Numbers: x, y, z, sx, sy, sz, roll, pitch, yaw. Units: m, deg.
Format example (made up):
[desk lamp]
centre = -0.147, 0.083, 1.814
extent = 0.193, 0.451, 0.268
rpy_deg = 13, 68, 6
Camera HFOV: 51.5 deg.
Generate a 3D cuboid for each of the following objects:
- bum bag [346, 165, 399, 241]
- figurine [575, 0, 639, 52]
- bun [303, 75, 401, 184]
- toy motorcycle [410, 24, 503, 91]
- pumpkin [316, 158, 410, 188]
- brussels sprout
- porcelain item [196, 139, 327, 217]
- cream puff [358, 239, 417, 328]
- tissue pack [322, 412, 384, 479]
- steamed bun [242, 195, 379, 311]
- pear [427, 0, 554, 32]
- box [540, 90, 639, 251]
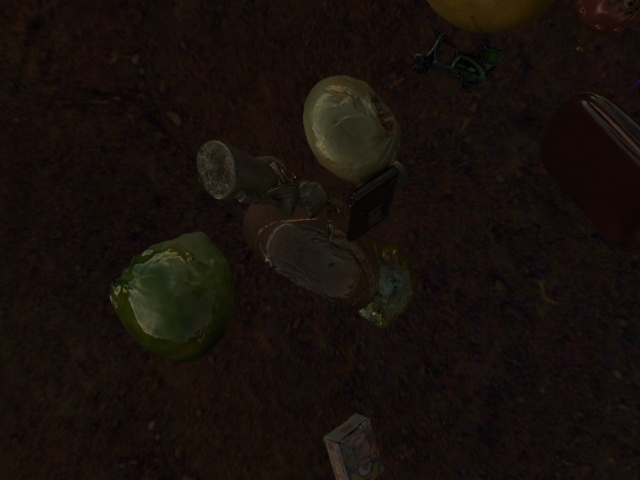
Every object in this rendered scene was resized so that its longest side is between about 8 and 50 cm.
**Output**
[bum bag]
centre = 0.093, -0.066, 1.243
extent = 0.109, 0.159, 0.026
rpy_deg = -34, 66, -22
[figurine]
centre = 0.655, -0.550, 1.421
extent = 0.166, 0.387, 0.207
rpy_deg = 32, 48, 10
[bun]
centre = 0.075, -0.207, 1.202
extent = 0.127, 0.222, 0.222
rpy_deg = -14, 93, 44
[toy motorcycle]
centre = 0.270, -0.363, 1.341
extent = 0.173, 0.058, 0.100
rpy_deg = 18, 88, 3
[pumpkin]
centre = 0.087, -0.213, 1.674
extent = 0.139, 0.190, 0.280
rpy_deg = -25, 78, -16
[brussels sprout]
centre = -0.158, 0.076, 0.782
extent = 0.122, 0.151, 0.149
rpy_deg = 47, 106, 21
[porcelain item]
centre = -0.058, -0.067, 0.822
extent = 0.054, 0.213, 0.084
rpy_deg = -38, 64, 24
[cream puff]
centre = 0.146, 0.102, 1.720
extent = 0.194, 0.195, 0.221
rpy_deg = -21, 103, 0
[tissue pack]
centre = 0.075, 0.482, 1.500
extent = 0.108, 0.060, 0.148
rpy_deg = -29, 112, -35
[steamed bun]
centre = 0.000, 0.000, 1.449
extent = 0.301, 0.251, 0.199
rpy_deg = 28, 96, -28
[pear]
centre = 0.308, -0.525, 1.170
extent = 0.314, 0.314, 0.314
rpy_deg = 0, 92, -1
[box]
centre = 0.689, -0.170, 1.581
extent = 0.108, 0.263, 0.404
rpy_deg = -13, 54, -21
